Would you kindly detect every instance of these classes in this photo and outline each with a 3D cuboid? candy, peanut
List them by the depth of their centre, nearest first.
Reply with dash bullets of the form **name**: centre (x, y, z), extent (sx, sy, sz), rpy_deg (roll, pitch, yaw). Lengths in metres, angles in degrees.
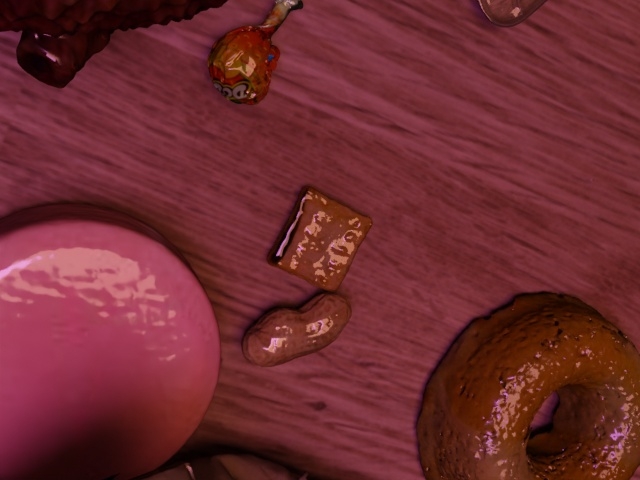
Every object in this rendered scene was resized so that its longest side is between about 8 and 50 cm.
- **candy**: centre (-0.213, 0.092, 0.642), extent (0.255, 0.094, 0.255), rpy_deg (-5, 106, -19)
- **candy**: centre (-0.032, -0.207, 0.660), extent (0.060, 0.060, 0.201), rpy_deg (31, 84, -24)
- **peanut**: centre (-0.021, 0.083, 0.732), extent (0.113, 0.054, 0.054), rpy_deg (-21, 110, -16)

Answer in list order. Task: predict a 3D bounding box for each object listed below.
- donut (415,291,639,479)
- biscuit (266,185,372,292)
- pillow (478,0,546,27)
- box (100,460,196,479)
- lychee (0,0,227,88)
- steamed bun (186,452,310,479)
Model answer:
- **donut**: centre (0.242, 0.193, 0.827), extent (0.272, 0.107, 0.272), rpy_deg (-5, 105, -20)
- **biscuit**: centre (0.000, 0.000, 0.735), extent (0.081, 0.018, 0.083), rpy_deg (25, 95, -24)
- **pillow**: centre (0.224, -0.300, 0.728), extent (0.217, 0.033, 0.130), rpy_deg (-32, 109, -9)
- **box**: centre (-0.199, 0.392, 0.505), extent (0.420, 0.138, 0.373), rpy_deg (-31, 75, 27)
- **lychee**: centre (-0.152, -0.259, 0.465), extent (0.306, 0.306, 0.330), rpy_deg (-2, 109, -19)
- **steamed bun**: centre (-0.067, 0.385, 0.686), extent (0.367, 0.255, 0.343), rpy_deg (29, 95, -22)
